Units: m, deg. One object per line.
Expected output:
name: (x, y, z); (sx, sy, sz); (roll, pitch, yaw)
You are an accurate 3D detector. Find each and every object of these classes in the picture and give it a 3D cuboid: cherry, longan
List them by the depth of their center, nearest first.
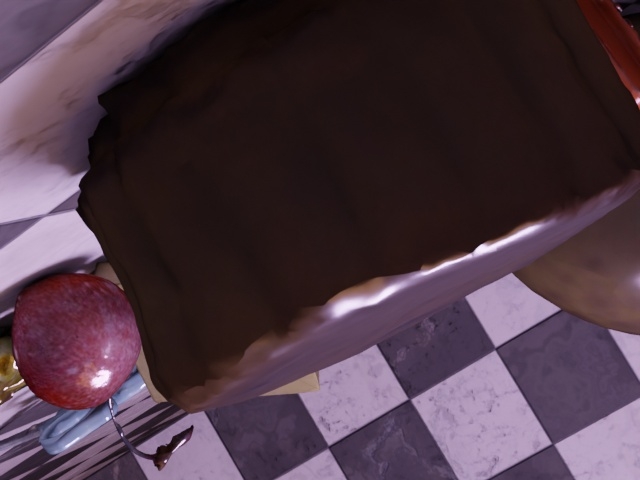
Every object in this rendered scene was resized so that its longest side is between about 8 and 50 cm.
cherry: (-0.169, 0.099, 1.249); (0.090, 0.107, 0.225); (5, 153, 34)
longan: (0.345, -0.068, 1.602); (0.404, 0.336, 0.404); (1, -165, 0)

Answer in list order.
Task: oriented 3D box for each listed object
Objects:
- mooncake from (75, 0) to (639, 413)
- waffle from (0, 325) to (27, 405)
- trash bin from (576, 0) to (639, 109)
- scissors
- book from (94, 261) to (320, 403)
mooncake: (0.021, -0.042, 0.898); (0.324, 0.187, 0.324); (-28, 173, -4)
waffle: (-0.310, 0.132, 1.311); (0.223, 0.054, 0.204); (-31, 174, 1)
trash bin: (0.154, -0.095, 1.256); (0.238, 0.161, 0.184); (-37, 172, 23)
scissors: (-0.334, 0.223, 1.902); (0.360, 0.029, 0.191); (-22, -165, 43)
book: (-0.090, 0.078, 1.346); (0.161, 0.026, 0.231); (-4, 149, 5)
